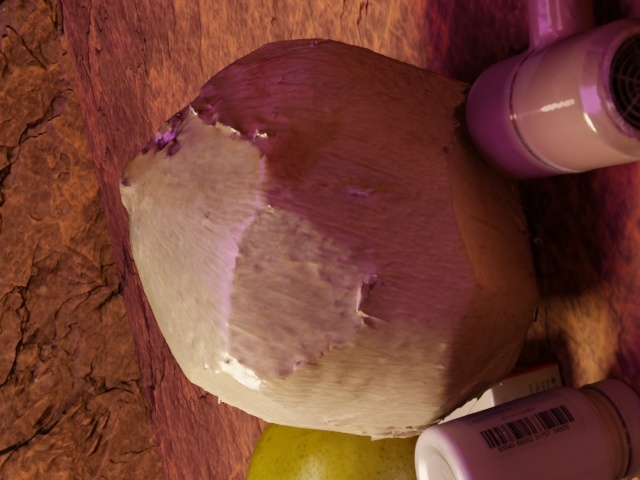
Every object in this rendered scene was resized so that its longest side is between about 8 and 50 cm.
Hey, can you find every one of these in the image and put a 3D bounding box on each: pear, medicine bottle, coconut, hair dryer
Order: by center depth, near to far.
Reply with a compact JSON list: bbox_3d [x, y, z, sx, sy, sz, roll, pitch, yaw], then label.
[{"bbox_3d":[0.184,-0.224,0.953,0.189,0.106,0.344,172,91,-69],"label":"hair dryer"},{"bbox_3d":[0.182,0.183,1.057,0.103,0.186,0.103,166,90,-69],"label":"medicine bottle"},{"bbox_3d":[0.000,0.000,1.105,0.346,0.360,0.346,-171,90,-76],"label":"coconut"},{"bbox_3d":[0.050,0.290,1.352,0.294,0.294,0.294,167,90,-69],"label":"pear"}]

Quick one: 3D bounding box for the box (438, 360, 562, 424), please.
[{"bbox_3d":[0.181,0.211,1.205,0.133,0.099,0.182,-15,87,63],"label":"box"}]
